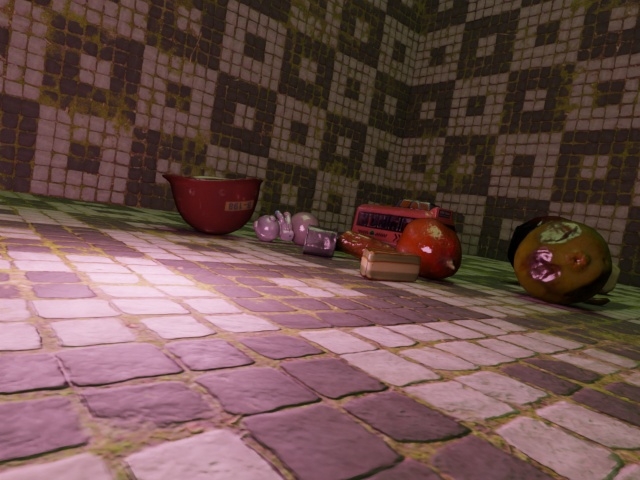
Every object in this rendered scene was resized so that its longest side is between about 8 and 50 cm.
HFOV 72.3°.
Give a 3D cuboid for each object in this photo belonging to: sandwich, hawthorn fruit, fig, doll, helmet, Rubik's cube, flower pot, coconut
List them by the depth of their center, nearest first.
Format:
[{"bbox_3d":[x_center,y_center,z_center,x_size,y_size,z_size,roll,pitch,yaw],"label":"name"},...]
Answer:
[{"bbox_3d":[0.192,0.070,1.146,0.163,0.080,0.113,10,5,-2],"label":"sandwich"},{"bbox_3d":[0.676,0.062,1.251,0.239,0.240,0.271,9,1,7],"label":"fig"},{"bbox_3d":[0.348,0.035,1.336,0.199,0.200,0.251,8,14,-15],"label":"hawthorn fruit"},{"bbox_3d":[0.000,0.000,1.557,0.108,0.103,0.229,10,3,-1],"label":"flower pot"},{"bbox_3d":[0.852,0.044,1.631,0.315,0.317,0.316,9,4,-1],"label":"hawthorn fruit"},{"bbox_3d":[-0.408,-0.136,1.681,0.337,0.231,0.384,9,12,37],"label":"helmet"},{"bbox_3d":[-0.141,-0.047,1.797,0.286,0.151,0.150,-2,9,-33],"label":"doll"},{"bbox_3d":[1.156,0.136,1.836,0.160,0.162,0.161,9,3,0],"label":"coconut"},{"bbox_3d":[0.427,-0.045,2.009,0.318,0.265,0.319,10,2,0],"label":"Rubik's cube"}]

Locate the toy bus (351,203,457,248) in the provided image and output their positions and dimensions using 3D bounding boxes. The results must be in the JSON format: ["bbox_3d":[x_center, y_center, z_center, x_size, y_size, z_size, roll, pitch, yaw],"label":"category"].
[{"bbox_3d":[0.327,-0.024,1.738,0.202,0.233,0.426,7,3,-38],"label":"toy bus"}]

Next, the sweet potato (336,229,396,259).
[{"bbox_3d":[0.179,0.027,1.597,0.251,0.097,0.097,15,4,4],"label":"sweet potato"}]

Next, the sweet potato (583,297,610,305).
[{"bbox_3d":[0.848,0.188,1.359,0.114,0.026,0.026,3,4,-5],"label":"sweet potato"}]

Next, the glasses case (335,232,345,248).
[{"bbox_3d":[0.139,0.010,1.969,0.316,0.076,0.123,7,3,-36],"label":"glasses case"}]
